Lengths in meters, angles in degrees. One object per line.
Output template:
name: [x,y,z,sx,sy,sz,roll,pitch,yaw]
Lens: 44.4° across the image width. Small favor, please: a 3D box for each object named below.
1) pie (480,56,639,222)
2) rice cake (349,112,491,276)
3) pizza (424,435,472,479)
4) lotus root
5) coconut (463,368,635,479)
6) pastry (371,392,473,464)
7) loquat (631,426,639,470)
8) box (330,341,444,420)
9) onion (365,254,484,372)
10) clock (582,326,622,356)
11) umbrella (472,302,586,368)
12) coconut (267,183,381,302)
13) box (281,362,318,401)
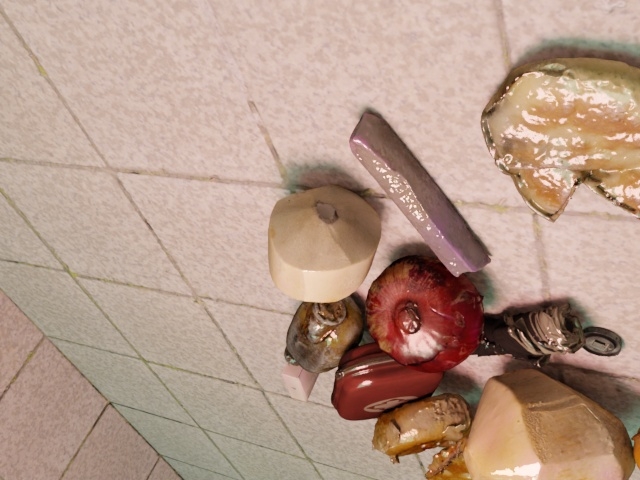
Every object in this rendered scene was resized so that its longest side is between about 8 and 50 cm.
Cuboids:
pie: [0.397,-0.143,1.155,0.338,0.075,0.337,21,143,17]
rice cake: [0.179,-0.069,1.423,0.064,0.070,0.399,-7,133,48]
pizza: [0.432,0.560,2.051,0.406,0.130,0.440,-20,129,37]
lotus root: [0.005,0.226,1.888,0.175,0.175,0.349,29,151,-2]
coconut: [0.470,0.445,1.686,0.353,0.352,0.352,19,147,13]
pastry: [0.252,0.455,1.890,0.236,0.120,0.257,-9,155,-16]
loquat: [0.749,0.431,1.560,0.238,0.238,0.193,28,145,0]
box: [0.156,0.338,1.867,0.263,0.108,0.404,-9,156,-5]
onion: [0.205,0.149,1.577,0.247,0.190,0.246,5,100,27]
clock: [0.560,0.203,1.571,0.085,0.017,0.085,20,147,13]
umbrella: [0.379,0.208,1.628,0.358,0.106,0.113,-18,107,53]
coconut: [0.004,0.000,1.523,0.241,0.241,0.241,19,147,13]
box: [-0.045,0.345,2.116,0.051,0.130,0.129,11,144,22]
